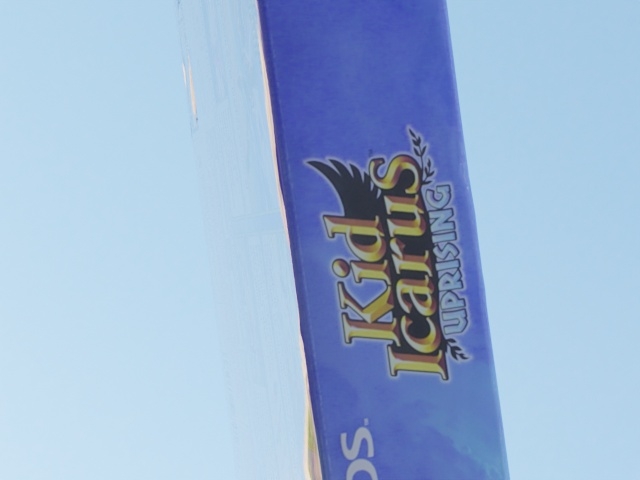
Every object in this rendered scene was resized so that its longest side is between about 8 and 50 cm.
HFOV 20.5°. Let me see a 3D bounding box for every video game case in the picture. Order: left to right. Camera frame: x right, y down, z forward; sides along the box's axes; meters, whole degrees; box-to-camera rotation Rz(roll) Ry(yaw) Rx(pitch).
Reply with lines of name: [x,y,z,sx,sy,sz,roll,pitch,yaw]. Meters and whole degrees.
video game case: [0.000,0.000,0.623,0.244,0.061,0.269,178,-95,-81]
